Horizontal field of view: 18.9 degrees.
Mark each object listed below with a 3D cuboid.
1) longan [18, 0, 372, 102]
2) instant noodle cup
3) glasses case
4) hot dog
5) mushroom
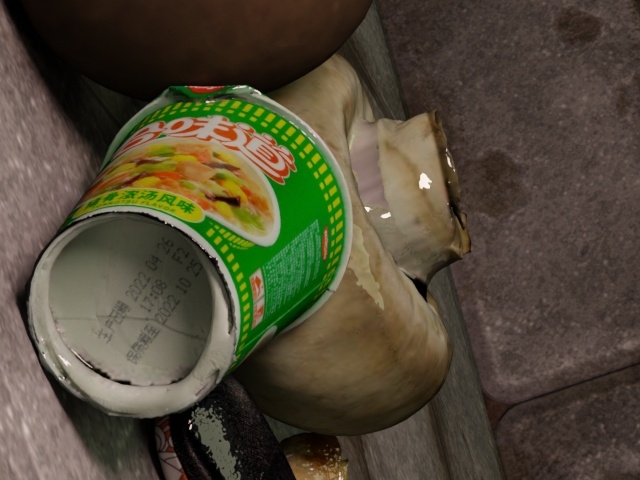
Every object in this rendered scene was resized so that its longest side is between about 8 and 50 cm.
[{"bbox_3d":[-0.097,-0.235,1.460,0.243,0.300,0.300,-103,168,-47],"label":"longan"},{"bbox_3d":[-0.100,0.013,1.338,0.232,0.207,0.207,-51,121,-68],"label":"instant noodle cup"},{"bbox_3d":[-0.050,0.222,1.464,0.266,0.067,0.103,66,27,-13],"label":"glasses case"},{"bbox_3d":[-0.030,0.225,1.609,0.078,0.061,0.169,38,38,-5],"label":"hot dog"},{"bbox_3d":[0.000,0.000,1.635,0.352,0.260,0.352,-18,90,-83],"label":"mushroom"}]
